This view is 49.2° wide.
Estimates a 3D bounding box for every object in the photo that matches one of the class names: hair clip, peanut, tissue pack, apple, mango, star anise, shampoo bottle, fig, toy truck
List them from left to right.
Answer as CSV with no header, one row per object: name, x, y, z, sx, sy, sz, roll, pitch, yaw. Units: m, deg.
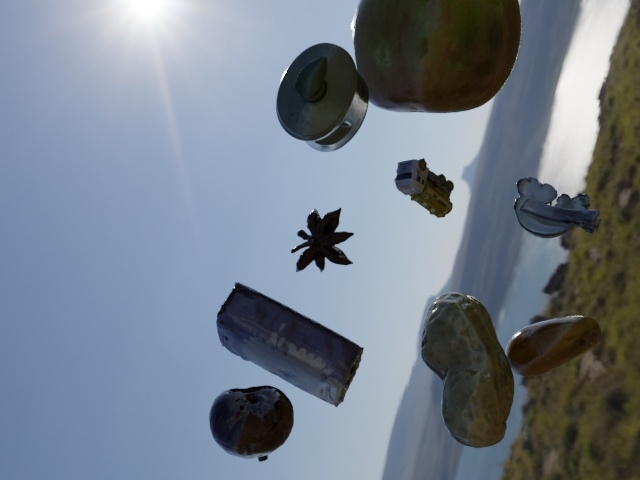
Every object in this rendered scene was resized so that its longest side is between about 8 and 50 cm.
fig,-0.138,0.397,1.461,0.274,0.170,0.146,91,170,-52
tissue pack,-0.074,0.254,1.679,0.125,0.343,0.242,-60,-9,-25
star anise,0.006,0.002,2.015,0.111,0.196,0.212,29,-103,-72
shampoo bottle,0.003,-0.172,0.851,0.118,0.087,0.234,-59,-6,7
toy truck,0.333,-0.164,2.217,0.227,0.098,0.114,32,-115,-36
apple,0.226,-0.414,1.395,0.339,0.339,0.340,14,-90,-79
peanut,0.261,0.224,1.251,0.147,0.147,0.306,91,168,-48
mango,0.415,0.190,1.268,0.115,0.178,0.090,1,-115,-47
hair clip,0.427,-0.055,1.287,0.116,0.172,0.049,-52,-40,-25

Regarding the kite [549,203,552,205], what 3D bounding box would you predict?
kite,0.546,-0.052,1.705,0.122,0.004,0.090,12,-73,-36
